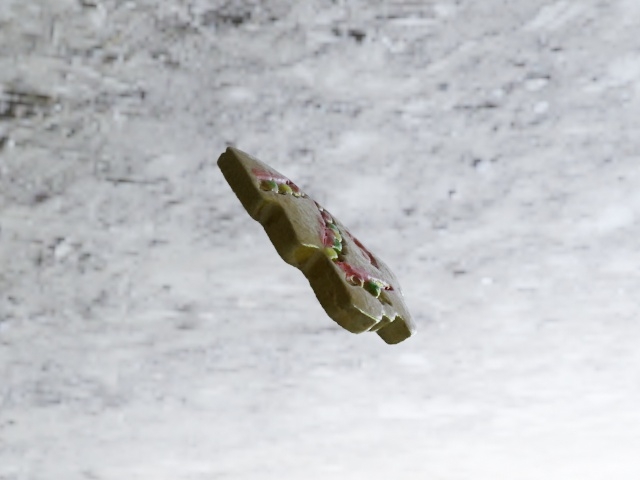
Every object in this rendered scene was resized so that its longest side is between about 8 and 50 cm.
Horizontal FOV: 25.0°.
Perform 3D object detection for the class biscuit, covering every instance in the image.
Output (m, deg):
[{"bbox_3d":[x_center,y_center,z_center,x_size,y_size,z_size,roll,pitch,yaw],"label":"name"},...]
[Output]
[{"bbox_3d":[0.000,0.000,1.300,0.041,0.238,0.212,-44,177,14],"label":"biscuit"}]
